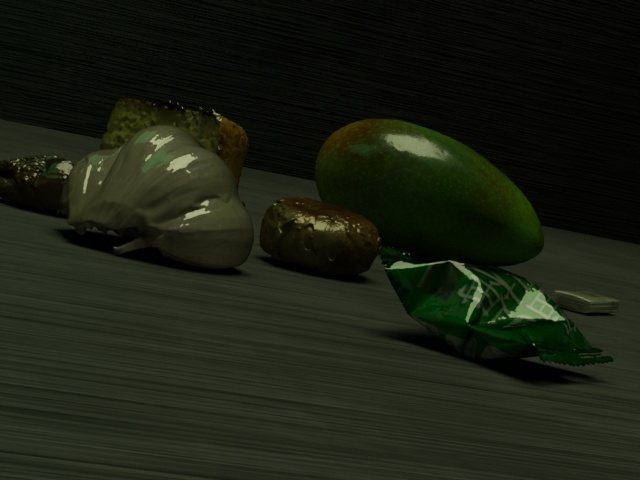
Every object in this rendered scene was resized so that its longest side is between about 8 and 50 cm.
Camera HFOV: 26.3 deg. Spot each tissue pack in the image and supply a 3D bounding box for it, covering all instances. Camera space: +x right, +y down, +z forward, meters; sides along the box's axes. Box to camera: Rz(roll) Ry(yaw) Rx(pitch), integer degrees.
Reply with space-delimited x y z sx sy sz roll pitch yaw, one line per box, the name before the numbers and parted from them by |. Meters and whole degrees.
tissue pack | 0.360 0.083 1.863 0.056 0.023 0.108 15 7 32

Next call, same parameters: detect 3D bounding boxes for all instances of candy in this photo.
candy | 0.157 0.071 1.274 0.203 0.078 0.141 29 25 32

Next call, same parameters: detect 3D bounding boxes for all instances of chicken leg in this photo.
chicken leg | -0.381 -0.073 1.695 0.197 0.069 0.085 6 28 12

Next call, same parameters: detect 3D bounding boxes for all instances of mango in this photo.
mango | 0.169 -0.066 2.124 0.382 0.201 0.225 24 -15 12

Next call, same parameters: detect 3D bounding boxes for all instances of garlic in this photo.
garlic | -0.174 -0.052 1.497 0.229 0.143 0.178 24 8 22

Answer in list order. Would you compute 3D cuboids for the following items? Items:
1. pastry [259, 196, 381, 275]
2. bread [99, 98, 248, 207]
pastry | 0.001 -0.005 1.671 0.153 0.081 0.153 16 4 -1
bread | -0.194 -0.109 1.969 0.260 0.160 0.147 9 -5 44
